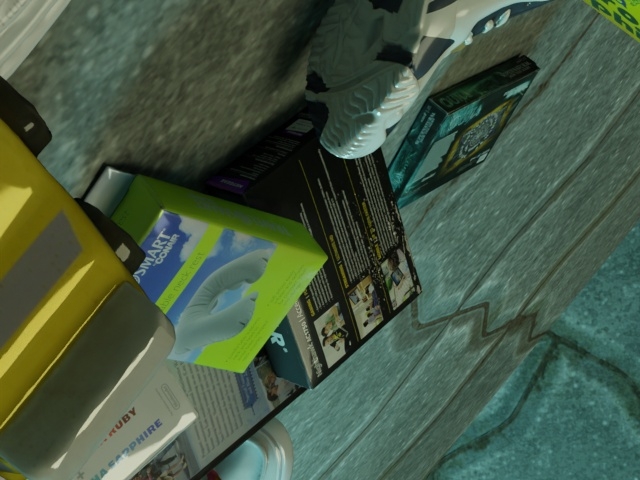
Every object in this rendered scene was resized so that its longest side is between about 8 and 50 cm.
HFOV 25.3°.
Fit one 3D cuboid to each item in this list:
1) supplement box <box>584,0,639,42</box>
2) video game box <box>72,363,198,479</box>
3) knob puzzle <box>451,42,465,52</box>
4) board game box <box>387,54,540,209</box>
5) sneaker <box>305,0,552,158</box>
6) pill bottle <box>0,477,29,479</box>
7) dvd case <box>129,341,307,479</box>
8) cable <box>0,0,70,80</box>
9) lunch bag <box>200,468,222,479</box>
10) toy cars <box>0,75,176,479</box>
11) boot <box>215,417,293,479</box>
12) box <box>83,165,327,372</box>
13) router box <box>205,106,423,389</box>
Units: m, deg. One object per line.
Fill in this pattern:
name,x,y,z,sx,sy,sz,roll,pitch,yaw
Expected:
supplement box,0.351,-0.328,1.128,0.356,0.194,0.195,-49,164,0
video game box,-0.191,0.119,0.751,0.187,0.205,0.048,-44,118,-25
knob puzzle,0.093,-0.209,1.002,0.213,0.030,0.213,-32,148,-23
board game box,0.131,-0.103,1.356,0.186,0.026,0.126,-29,154,-50
sneaker,0.094,-0.155,0.942,0.153,0.094,0.235,2,117,-41
pill bottle,-0.271,0.115,0.536,0.301,0.169,0.169,-36,159,-39
dvd case,-0.079,0.072,1.036,0.253,0.022,0.180,-37,126,-37
cable,-0.139,-0.115,0.358,0.257,0.089,0.257,-43,162,-24
lunch bag,-0.205,0.313,1.181,0.258,0.120,0.293,13,112,-47
toy cars,-0.122,0.113,0.496,0.176,0.087,0.394,-27,143,-49
boot,-0.122,0.286,1.437,0.123,0.095,0.258,-39,163,-53
box,-0.089,0.023,0.916,0.178,0.042,0.109,17,116,-48
router box,0.000,0.000,1.051,0.133,0.046,0.179,-39,127,-31
